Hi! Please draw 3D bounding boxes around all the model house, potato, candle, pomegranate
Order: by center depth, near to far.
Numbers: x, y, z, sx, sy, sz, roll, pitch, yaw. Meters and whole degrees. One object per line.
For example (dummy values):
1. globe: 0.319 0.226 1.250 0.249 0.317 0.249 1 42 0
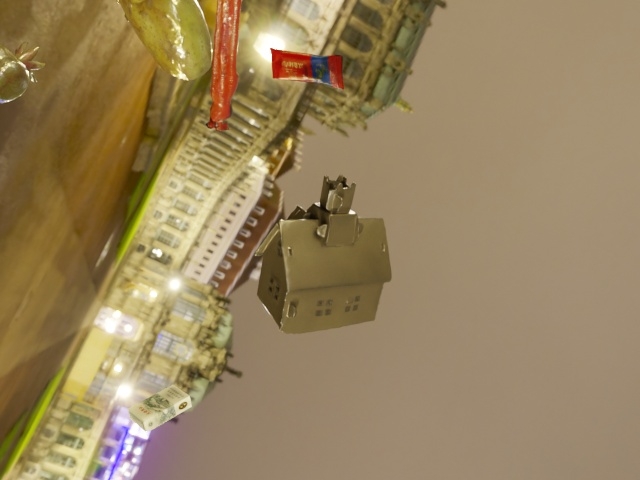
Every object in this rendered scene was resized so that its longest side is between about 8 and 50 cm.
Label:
1. model house: 0.000 0.000 1.013 0.204 0.211 0.244 41 -54 50
2. candle: -0.172 -0.349 1.072 0.048 0.051 0.329 47 -40 33
3. potato: -0.309 -0.447 1.120 0.141 0.298 0.176 -24 -178 -7
4. pomegranate: -0.789 -0.427 1.449 0.131 0.152 0.191 -40 -165 39

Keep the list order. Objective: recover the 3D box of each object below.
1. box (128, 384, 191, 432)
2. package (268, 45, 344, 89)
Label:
1. box: -0.255 0.266 0.927 0.054 0.083 0.024 16 -60 43
2. package: -0.034 -0.406 1.369 0.022 0.200 0.083 -53 148 -38
